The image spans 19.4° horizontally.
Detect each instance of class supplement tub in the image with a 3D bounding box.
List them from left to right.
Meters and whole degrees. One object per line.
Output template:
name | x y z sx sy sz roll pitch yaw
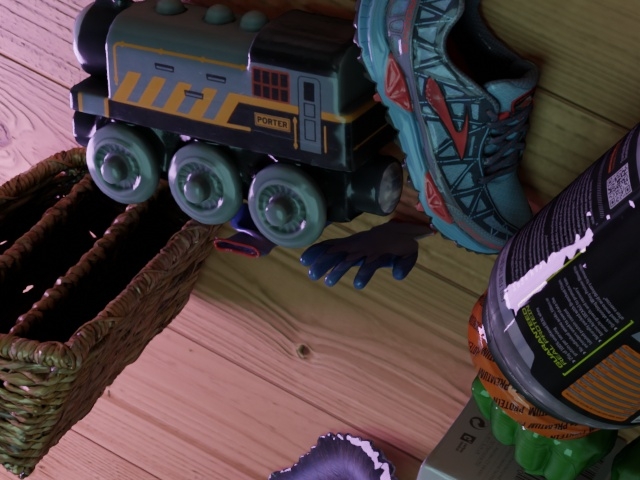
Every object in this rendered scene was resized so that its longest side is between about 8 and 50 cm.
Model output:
supplement tub | 0.261 0.025 1.475 0.193 0.193 0.316 43 137 -3

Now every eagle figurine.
eagle figurine | -0.005 0.344 1.972 0.298 0.225 0.226 -24 157 14

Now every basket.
basket | -0.255 0.027 1.765 0.213 0.299 0.223 36 140 6

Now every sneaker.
sneaker | 0.126 -0.100 1.536 0.125 0.104 0.262 -10 119 36

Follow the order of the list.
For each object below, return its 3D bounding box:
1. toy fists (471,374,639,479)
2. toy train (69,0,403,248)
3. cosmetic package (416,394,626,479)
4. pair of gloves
toy fists | 0.262 0.177 1.641 0.279 0.142 0.096 33 137 8
toy train | -0.077 -0.118 1.650 0.334 0.142 0.190 15 120 28
cosmetic package | 0.172 0.260 1.758 0.151 0.151 0.184 26 130 15
pair of gloves | 0.000 0.000 1.671 0.198 0.159 0.023 12 111 24
